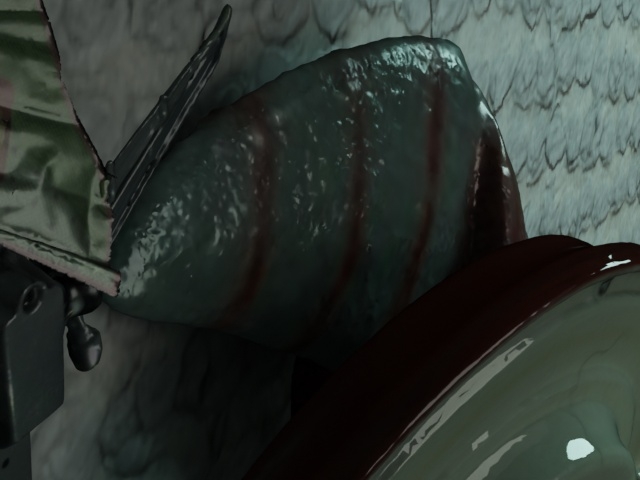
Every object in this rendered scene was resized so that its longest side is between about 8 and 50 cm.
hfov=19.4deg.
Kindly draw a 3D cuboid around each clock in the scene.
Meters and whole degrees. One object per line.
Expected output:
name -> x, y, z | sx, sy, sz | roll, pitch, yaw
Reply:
clock -> 0.053, 0.139, 0.761 | 0.318, 0.080, 0.318 | -39, 151, -27

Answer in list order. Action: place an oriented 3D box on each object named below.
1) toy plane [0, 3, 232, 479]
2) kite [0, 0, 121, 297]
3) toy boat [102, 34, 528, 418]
toy plane -> -0.095, 0.020, 0.503 | 0.226, 0.058, 0.226 | -40, 138, -39
kite -> -0.084, -0.095, 0.435 | 0.250, 0.012, 0.229 | -32, 108, -41
toy boat -> 0.000, 0.000, 0.753 | 0.282, 0.096, 0.206 | 21, 82, -58
